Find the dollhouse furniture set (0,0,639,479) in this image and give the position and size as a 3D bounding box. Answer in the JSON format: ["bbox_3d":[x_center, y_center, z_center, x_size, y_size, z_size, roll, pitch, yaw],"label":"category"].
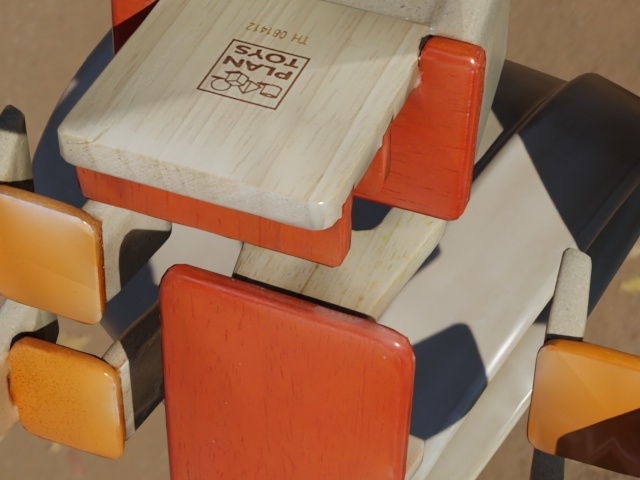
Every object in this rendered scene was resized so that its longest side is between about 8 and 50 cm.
[{"bbox_3d":[-0.011,0.032,0.520,0.262,0.135,0.259,15,136,15],"label":"dollhouse furniture set"}]

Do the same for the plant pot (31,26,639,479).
[{"bbox_3d":[0.000,0.000,0.958,0.280,0.323,0.323,34,126,13],"label":"plant pot"}]
